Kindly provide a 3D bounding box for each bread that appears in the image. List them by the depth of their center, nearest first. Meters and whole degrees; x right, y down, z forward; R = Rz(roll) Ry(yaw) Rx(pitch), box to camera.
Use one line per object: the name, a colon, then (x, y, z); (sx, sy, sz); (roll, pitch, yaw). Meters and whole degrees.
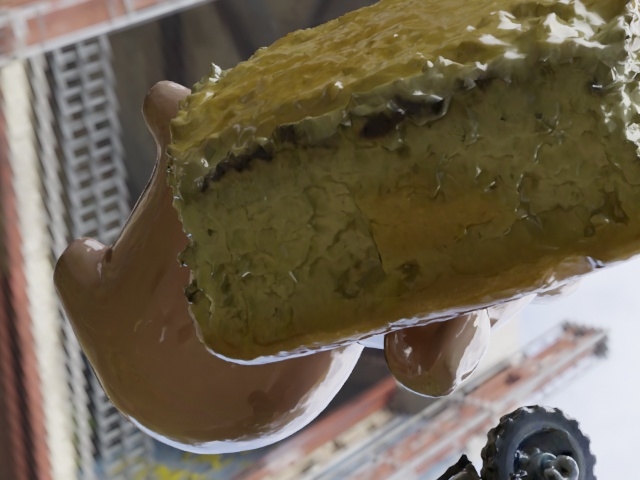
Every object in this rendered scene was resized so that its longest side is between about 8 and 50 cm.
bread: (0.045, -0.039, 0.834); (0.245, 0.174, 0.121); (-20, -69, 16)

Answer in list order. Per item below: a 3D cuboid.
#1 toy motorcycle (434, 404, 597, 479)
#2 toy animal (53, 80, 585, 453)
toy motorcycle: (0.109, 0.238, 1.128); (0.204, 0.239, 0.108); (56, -10, -15)
toy animal: (0.000, 0.000, 1.135); (0.269, 0.237, 0.326); (35, -68, 13)
